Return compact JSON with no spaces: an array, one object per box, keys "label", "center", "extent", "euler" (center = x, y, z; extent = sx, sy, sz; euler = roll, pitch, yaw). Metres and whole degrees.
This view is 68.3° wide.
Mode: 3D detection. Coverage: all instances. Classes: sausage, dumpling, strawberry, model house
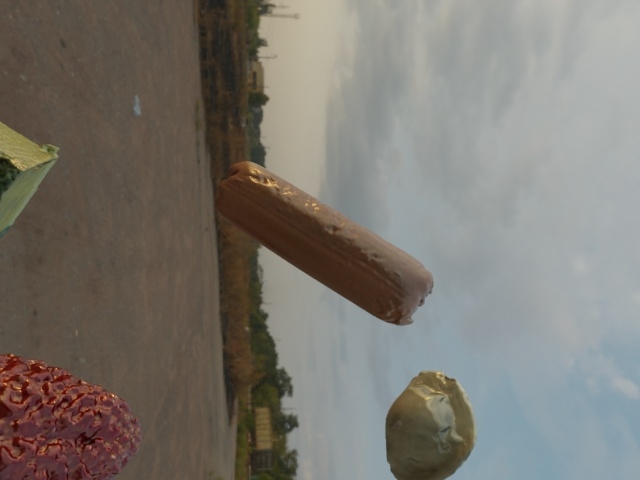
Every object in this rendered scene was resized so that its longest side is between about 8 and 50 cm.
[{"label":"sausage","center":[0.000,0.001,0.568],"extent":[0.086,0.289,0.086],"euler":[-57,173,-11]},{"label":"dumpling","center":[0.191,0.331,0.816],"extent":[0.155,0.111,0.181],"euler":[6,-80,43]},{"label":"strawberry","center":[-0.497,0.344,0.780],"extent":[0.343,0.292,0.292],"euler":[39,35,-47]},{"label":"model house","center":[-0.862,-0.154,1.145],"extent":[0.321,0.266,0.261],"euler":[-50,-163,9]}]
